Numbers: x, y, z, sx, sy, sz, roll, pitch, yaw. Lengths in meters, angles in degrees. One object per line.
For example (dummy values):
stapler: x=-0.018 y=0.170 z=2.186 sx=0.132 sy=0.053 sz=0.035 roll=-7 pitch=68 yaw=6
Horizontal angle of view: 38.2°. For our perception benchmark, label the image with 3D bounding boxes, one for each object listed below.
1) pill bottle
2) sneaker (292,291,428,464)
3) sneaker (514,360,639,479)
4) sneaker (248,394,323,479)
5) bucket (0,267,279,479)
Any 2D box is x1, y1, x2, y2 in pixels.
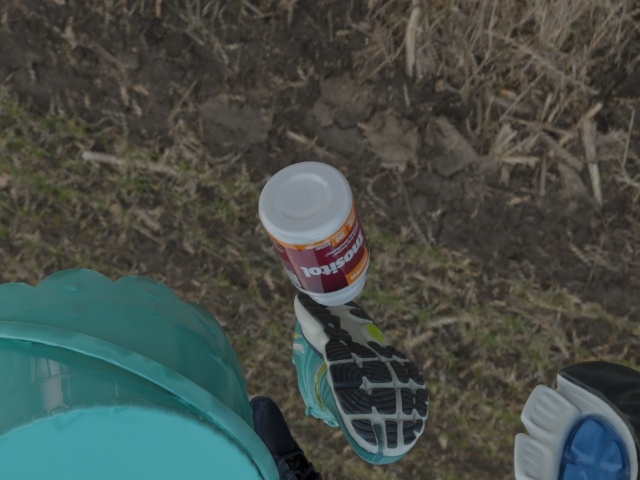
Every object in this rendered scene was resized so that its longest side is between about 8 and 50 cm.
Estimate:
pill bottle: x=0.000 y=0.000 z=0.874 sx=0.086 sy=0.086 sz=0.152 roll=9 pitch=153 yaw=19
sneaker: x=0.032 y=0.154 z=0.980 sx=0.107 sy=0.275 sz=0.109 roll=8 pitch=110 yaw=-19
sneaker: x=0.094 y=0.145 z=0.330 sx=0.071 sy=0.190 sz=0.083 roll=10 pitch=152 yaw=29
sneaker: x=0.014 y=0.238 z=0.853 sx=0.163 sy=0.086 sz=0.226 roll=-21 pitch=83 yaw=28
bucket: x=-0.168 y=0.174 z=0.687 sx=0.281 sy=0.183 sz=0.281 roll=-7 pitch=115 yaw=-15
